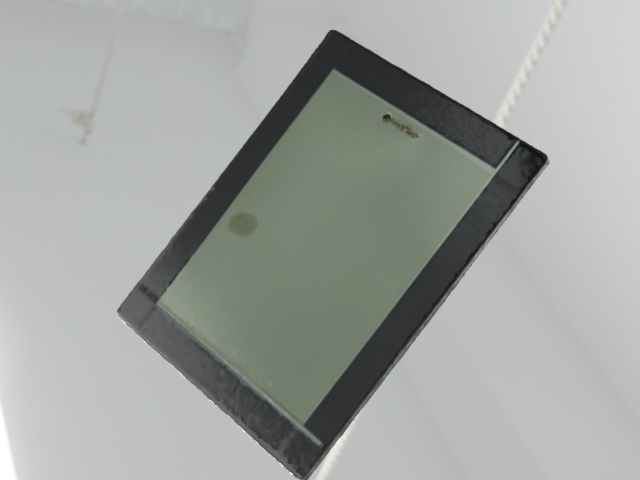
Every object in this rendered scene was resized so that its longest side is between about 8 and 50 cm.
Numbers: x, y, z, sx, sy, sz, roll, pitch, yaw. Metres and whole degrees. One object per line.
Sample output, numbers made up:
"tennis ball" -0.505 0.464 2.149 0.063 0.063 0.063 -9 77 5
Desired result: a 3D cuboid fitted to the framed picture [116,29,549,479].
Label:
"framed picture" 0.000 0.000 0.959 0.265 0.347 0.016 35 178 30
